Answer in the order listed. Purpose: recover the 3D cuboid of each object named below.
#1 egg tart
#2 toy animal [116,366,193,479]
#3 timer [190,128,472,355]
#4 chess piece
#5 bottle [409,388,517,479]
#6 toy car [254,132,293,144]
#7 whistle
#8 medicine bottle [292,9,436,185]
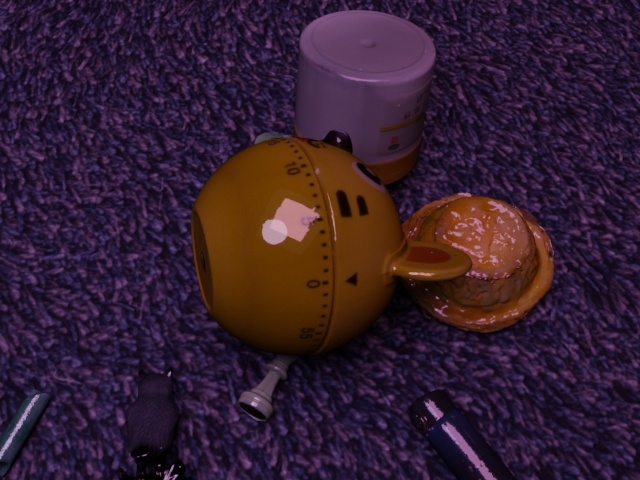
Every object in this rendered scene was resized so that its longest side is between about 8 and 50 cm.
[{"bbox_3d":[0.270,0.020,1.316,0.288,0.118,0.288,2,59,-4],"label":"egg tart"},{"bbox_3d":[-0.268,0.286,1.161,0.121,0.117,0.210,-10,64,1],"label":"toy animal"},{"bbox_3d":[0.000,0.000,1.200,0.386,0.376,0.376,-8,62,-19],"label":"timer"},{"bbox_3d":[-0.072,0.217,1.238,0.059,0.059,0.149,27,58,13],"label":"chess piece"},{"bbox_3d":[0.230,0.338,1.164,0.082,0.072,0.244,-22,62,-32],"label":"bottle"},{"bbox_3d":[-0.090,-0.121,1.413,0.093,0.058,0.186,8,62,1],"label":"toy car"},{"bbox_3d":[-0.481,0.318,1.183,0.039,0.039,0.186,20,63,10],"label":"whistle"},{"bbox_3d":[0.074,-0.251,1.357,0.237,0.232,0.238,3,45,-3],"label":"medicine bottle"}]
